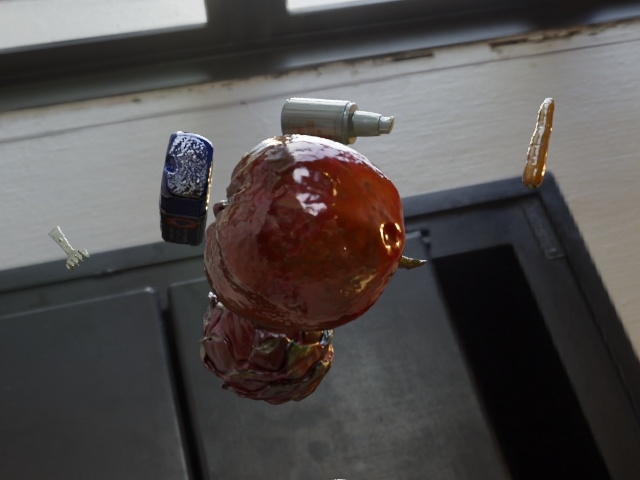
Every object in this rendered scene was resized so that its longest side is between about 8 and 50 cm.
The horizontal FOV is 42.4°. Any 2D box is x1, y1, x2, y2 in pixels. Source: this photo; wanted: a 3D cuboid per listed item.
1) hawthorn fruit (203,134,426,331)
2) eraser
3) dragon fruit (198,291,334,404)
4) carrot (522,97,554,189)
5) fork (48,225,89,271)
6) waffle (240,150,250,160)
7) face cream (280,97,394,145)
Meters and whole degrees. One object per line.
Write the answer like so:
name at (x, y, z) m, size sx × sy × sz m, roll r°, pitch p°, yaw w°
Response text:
hawthorn fruit at (0.000, 0.000, 0.748) m, size 0.179 × 0.200 × 0.179 m, roll -164°, pitch -90°, yaw -73°
eraser at (-0.278, -0.102, 1.717) m, size 0.332 × 0.101 × 0.155 m, roll 123°, pitch -25°, yaw -70°
dragon fruit at (-0.118, 0.223, 1.903) m, size 0.329 × 0.329 × 0.329 m, roll 169°, pitch -90°, yaw -78°
carrot at (0.450, -0.203, 1.687) m, size 0.043 × 0.043 × 0.248 m, roll 98°, pitch 11°, yaw -57°
fork at (-0.359, 0.010, 1.161) m, size 0.028 × 0.034 × 0.219 m, roll 43°, pitch -9°, yaw -26°
waffle at (-0.009, -0.074, 1.368) m, size 0.248 × 0.221 × 0.055 m, roll 5°, pitch 108°, yaw -80°
face cream at (0.042, -0.263, 1.845) m, size 0.101 × 0.251 × 0.101 m, roll 7°, pitch 90°, yaw -71°
